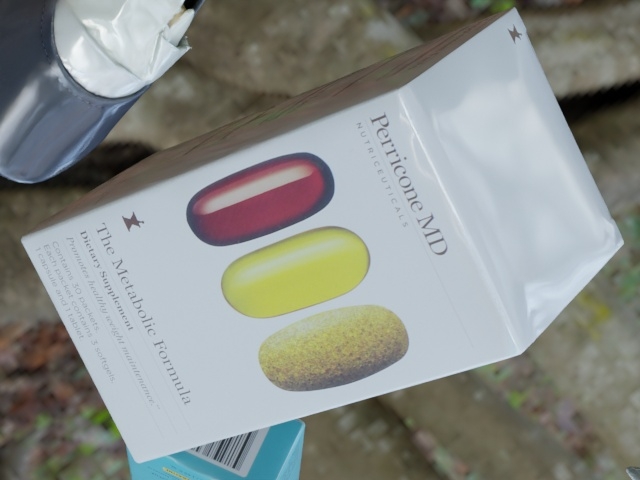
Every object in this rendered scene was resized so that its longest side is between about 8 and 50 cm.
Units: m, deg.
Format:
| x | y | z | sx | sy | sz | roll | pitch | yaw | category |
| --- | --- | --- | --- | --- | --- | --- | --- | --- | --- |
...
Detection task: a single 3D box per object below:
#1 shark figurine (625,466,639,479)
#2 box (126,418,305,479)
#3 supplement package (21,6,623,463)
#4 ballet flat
| x | y | z | sx | sy | sz | roll | pitch | yaw | category |
| --- | --- | --- | --- | --- | --- | --- | --- | --- | --- |
| 0.422 | 0.162 | 1.707 | 0.278 | 0.116 | 0.166 | -24 | -174 | 22 | shark figurine |
| -0.071 | 0.164 | 1.279 | 0.244 | 0.100 | 0.060 | 95 | 19 | -66 | box |
| 0.000 | 0.000 | 0.946 | 0.244 | 0.139 | 0.134 | -20 | -169 | 36 | supplement package |
| -0.070 | -0.110 | 0.756 | 0.203 | 0.074 | 0.074 | -59 | 175 | -28 | ballet flat |
